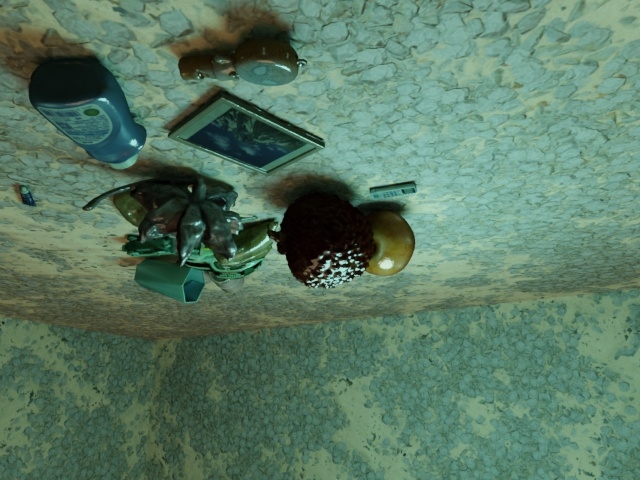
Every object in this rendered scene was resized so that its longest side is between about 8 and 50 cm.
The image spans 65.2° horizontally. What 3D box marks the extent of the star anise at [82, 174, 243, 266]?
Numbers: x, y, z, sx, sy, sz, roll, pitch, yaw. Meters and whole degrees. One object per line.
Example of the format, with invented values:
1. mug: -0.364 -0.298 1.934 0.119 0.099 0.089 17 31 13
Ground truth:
1. star anise: -0.332 -0.067 1.222 0.359 0.316 0.139 -34 155 -46

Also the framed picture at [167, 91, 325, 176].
1. framed picture: -0.157 -0.219 1.088 0.281 0.019 0.209 16 155 -41

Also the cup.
1. cup: -0.564 0.137 1.859 0.235 0.148 0.134 14 148 19

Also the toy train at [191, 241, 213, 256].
1. toy train: -0.376 -0.011 1.592 0.132 0.083 0.200 -6 163 -19

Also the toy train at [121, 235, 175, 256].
1. toy train: -0.573 0.020 1.679 0.172 0.070 0.099 -4 171 10

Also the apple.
1. apple: 0.178 0.007 1.485 0.201 0.201 0.162 -14 171 32

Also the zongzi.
1. zongzi: -0.231 0.004 1.573 0.194 0.099 0.197 -21 164 -31

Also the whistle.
1. whistle: -0.129 -0.294 0.831 0.220 0.057 0.107 -1 175 12

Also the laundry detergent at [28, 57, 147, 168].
1. laundry detergent: -0.422 -0.225 0.964 0.143 0.094 0.290 -7 164 -2

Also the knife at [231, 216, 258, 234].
1. knife: -0.257 -0.045 1.572 0.078 0.023 0.166 -6 167 -33

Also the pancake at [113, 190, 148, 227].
1. pancake: -0.469 -0.081 1.412 0.241 0.050 0.242 -1 155 -1

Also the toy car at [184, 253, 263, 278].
1. toy car: -0.342 0.071 1.749 0.305 0.125 0.136 -1 161 -6

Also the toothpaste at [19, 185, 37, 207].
1. toothpaste: -0.787 -0.117 1.341 0.037 0.021 0.140 14 158 -19

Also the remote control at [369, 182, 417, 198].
1. remote control: 0.197 -0.133 1.355 0.124 0.018 0.053 -7 161 16

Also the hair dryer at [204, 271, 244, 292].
1. hair dryer: -0.484 0.129 1.983 0.344 0.107 0.189 6 163 6

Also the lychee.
1. lychee: 0.000 0.000 1.360 0.300 0.264 0.264 6 159 -14
